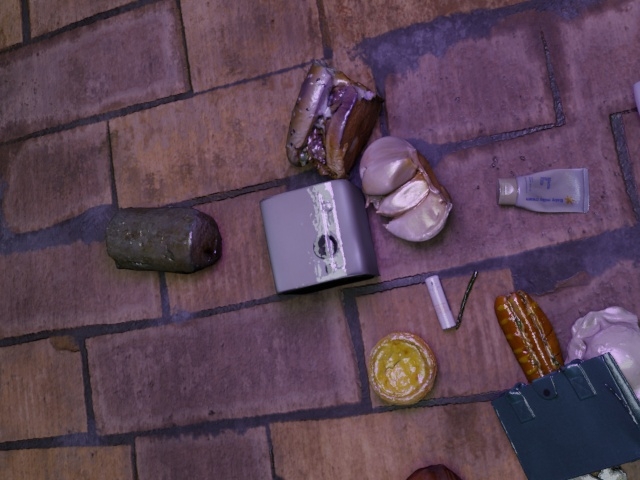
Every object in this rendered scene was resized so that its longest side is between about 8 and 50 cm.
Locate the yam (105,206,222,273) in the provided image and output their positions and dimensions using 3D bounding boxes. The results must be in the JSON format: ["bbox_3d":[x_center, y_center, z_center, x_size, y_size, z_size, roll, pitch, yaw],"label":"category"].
[{"bbox_3d":[-0.444,-0.003,1.778,0.300,0.195,0.195,3,86,18],"label":"yam"}]

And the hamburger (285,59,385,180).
[{"bbox_3d":[0.034,-0.300,1.594,0.195,0.318,0.277,26,99,8],"label":"hamburger"}]

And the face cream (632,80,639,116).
[{"bbox_3d":[0.816,-0.305,1.489,0.072,0.051,0.182,-21,78,16],"label":"face cream"}]

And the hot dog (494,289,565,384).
[{"bbox_3d":[0.526,0.248,1.522,0.115,0.072,0.269,-27,78,5],"label":"hot dog"}]

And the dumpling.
[{"bbox_3d":[0.669,0.277,1.434,0.193,0.147,0.258,-12,57,25],"label":"dumpling"}]

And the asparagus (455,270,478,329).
[{"bbox_3d":[0.378,0.156,1.601,0.016,0.016,0.163,19,90,-1],"label":"asparagus"}]

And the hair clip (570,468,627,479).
[{"bbox_3d":[0.659,0.580,1.463,0.172,0.049,0.116,28,89,20],"label":"hair clip"}]

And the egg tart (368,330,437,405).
[{"bbox_3d":[0.215,0.332,1.605,0.191,0.074,0.191,-2,84,17],"label":"egg tart"}]

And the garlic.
[{"bbox_3d":[0.208,-0.133,1.601,0.203,0.185,0.281,-35,97,20],"label":"garlic"}]

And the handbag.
[{"bbox_3d":[0.569,0.413,1.407,0.326,0.089,0.238,-41,69,43],"label":"handbag"}]

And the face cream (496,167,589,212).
[{"bbox_3d":[0.562,-0.127,1.551,0.224,0.070,0.114,0,85,8],"label":"face cream"}]

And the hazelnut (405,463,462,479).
[{"bbox_3d":[0.273,0.668,1.515,0.210,0.210,0.186,41,121,16],"label":"hazelnut"}]

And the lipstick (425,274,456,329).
[{"bbox_3d":[0.313,0.161,1.608,0.040,0.040,0.141,-21,79,14],"label":"lipstick"}]

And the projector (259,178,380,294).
[{"bbox_3d":[0.000,0.000,1.608,0.248,0.248,0.249,-13,81,16],"label":"projector"}]
